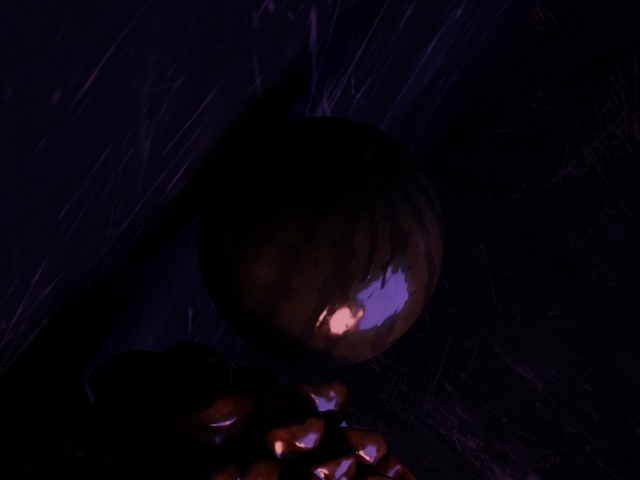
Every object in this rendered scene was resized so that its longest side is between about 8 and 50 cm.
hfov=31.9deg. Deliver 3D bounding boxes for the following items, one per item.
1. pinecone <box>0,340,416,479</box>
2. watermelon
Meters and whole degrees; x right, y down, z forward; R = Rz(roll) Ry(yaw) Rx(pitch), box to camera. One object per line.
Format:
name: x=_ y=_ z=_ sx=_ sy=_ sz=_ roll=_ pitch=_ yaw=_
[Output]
pinecone: x=-0.127 y=0.239 z=0.954 sx=0.384 sy=0.384 sz=0.384 roll=-48 pitch=176 yaw=-4
watermelon: x=0.000 y=0.000 z=0.920 sx=0.212 sy=0.212 sz=0.212 roll=-48 pitch=176 yaw=-4
